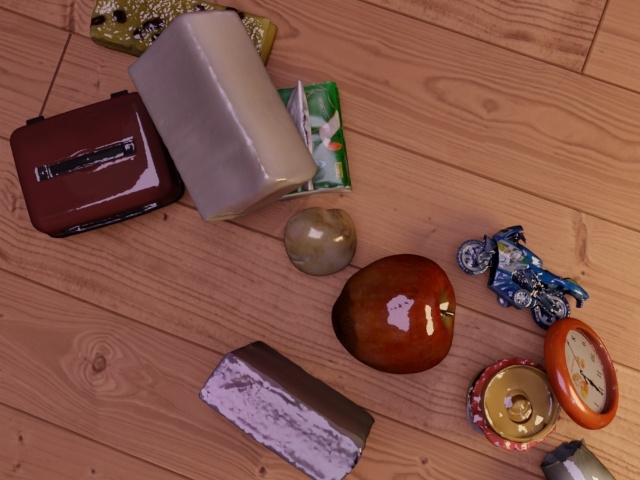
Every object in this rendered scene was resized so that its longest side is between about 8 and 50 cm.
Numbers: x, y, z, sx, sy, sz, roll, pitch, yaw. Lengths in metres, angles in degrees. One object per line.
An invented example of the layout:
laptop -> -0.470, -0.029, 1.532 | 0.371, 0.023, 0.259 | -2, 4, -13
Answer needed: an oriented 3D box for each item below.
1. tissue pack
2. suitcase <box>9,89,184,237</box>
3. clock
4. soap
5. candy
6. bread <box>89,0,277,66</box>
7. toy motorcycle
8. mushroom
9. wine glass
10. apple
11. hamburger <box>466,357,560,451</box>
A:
tissue pack -> -0.029, -0.189, 1.708 | 0.148, 0.156, 0.209 | -7, 87, 7
suitcase -> -0.425, -0.142, 1.739 | 0.297, 0.161, 0.236 | -17, 86, 3
clock -> 0.466, 0.238, 1.626 | 0.051, 0.205, 0.205 | -27, 83, 41
soap -> -0.046, 0.298, 1.613 | 0.285, 0.296, 0.107 | 32, 93, 8
candy -> -0.181, -0.219, 1.635 | 0.208, 0.145, 0.359 | -31, 82, 35
bread -> -0.276, -0.412, 1.781 | 0.361, 0.077, 0.138 | 17, 88, 6
toy motorcycle -> 0.379, 0.060, 1.689 | 0.254, 0.092, 0.136 | 37, 81, -2
mushroom -> 0.000, 0.000, 1.714 | 0.148, 0.112, 0.148 | 0, 122, 0
wine glass -> 0.492, 0.467, 1.641 | 0.111, 0.111, 0.204 | -34, 86, 3
apple -> 0.132, 0.133, 1.645 | 0.229, 0.230, 0.230 | 0, 87, 5
hamburger -> 0.339, 0.296, 1.650 | 0.175, 0.137, 0.175 | 2, 81, -14
